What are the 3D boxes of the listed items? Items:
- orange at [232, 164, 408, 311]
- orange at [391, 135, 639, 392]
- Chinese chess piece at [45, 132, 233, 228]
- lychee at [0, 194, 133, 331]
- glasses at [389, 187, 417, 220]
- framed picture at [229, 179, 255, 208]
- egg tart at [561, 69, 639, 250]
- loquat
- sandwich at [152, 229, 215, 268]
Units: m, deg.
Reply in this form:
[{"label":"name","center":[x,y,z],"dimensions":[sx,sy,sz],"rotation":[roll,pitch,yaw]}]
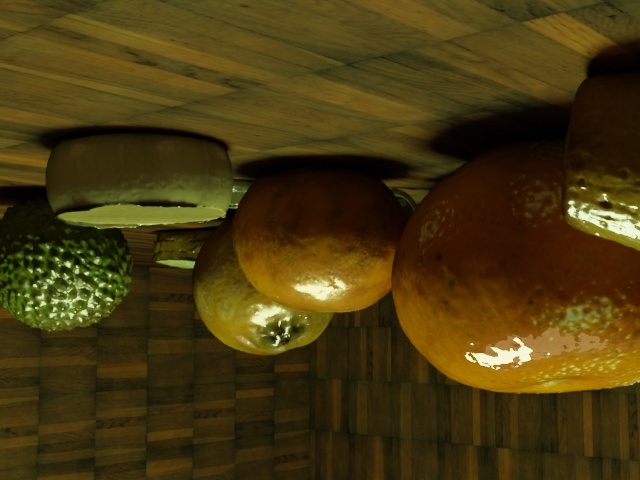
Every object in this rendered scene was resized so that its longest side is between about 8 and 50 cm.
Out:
[{"label":"orange","center":[0.000,0.000,1.430],"dimensions":[0.284,0.226,0.284],"rotation":[4,171,1]},{"label":"orange","center":[0.304,0.031,1.215],"dimensions":[0.424,0.326,0.424],"rotation":[-1,161,0]},{"label":"Chinese chess piece","center":[-0.243,-0.077,1.236],"dimensions":[0.250,0.103,0.250],"rotation":[-1,175,0]},{"label":"lychee","center":[-0.485,0.044,1.709],"dimensions":[0.270,0.269,0.320],"rotation":[1,143,-16]},{"label":"glasses","center":[0.133,-0.068,1.706],"dimensions":[0.190,0.088,0.220],"rotation":[2,-166,-31]},{"label":"framed picture","center":[-0.239,-0.084,1.585],"dimensions":[0.315,0.024,0.232],"rotation":[4,174,-27]},{"label":"egg tart","center":[0.312,-0.072,0.866],"dimensions":[0.147,0.202,0.202],"rotation":[7,178,20]},{"label":"loquat","center":[-0.110,0.089,1.915],"dimensions":[0.329,0.328,0.328],"rotation":[0,175,0]},{"label":"sandwich","center":[-0.258,0.025,2.360],"dimensions":[0.301,0.099,0.271],"rotation":[0,171,31]}]
